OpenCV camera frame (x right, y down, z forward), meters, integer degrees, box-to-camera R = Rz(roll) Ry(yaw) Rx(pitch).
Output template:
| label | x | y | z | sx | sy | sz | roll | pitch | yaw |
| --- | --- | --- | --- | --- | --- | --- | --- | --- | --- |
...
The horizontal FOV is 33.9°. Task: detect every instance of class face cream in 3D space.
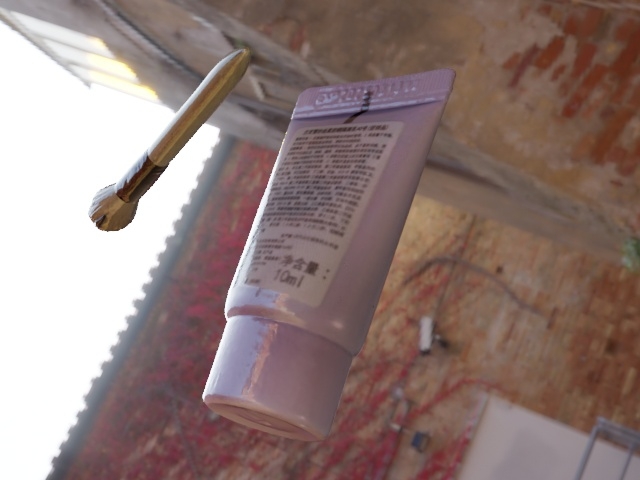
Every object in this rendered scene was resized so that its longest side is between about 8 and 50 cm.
| label | x | y | z | sx | sy | sz | roll | pitch | yaw |
| --- | --- | --- | --- | --- | --- | --- | --- | --- | --- |
| face cream | 0.000 | 0.000 | 0.748 | 0.096 | 0.154 | 0.274 | 34 | -114 | -39 |

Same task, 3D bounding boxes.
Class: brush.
| label | x | y | z | sx | sy | sz | roll | pitch | yaw |
| --- | --- | --- | --- | --- | --- | --- | --- | --- | --- |
| brush | -0.127 | -0.074 | 0.846 | 0.299 | 0.042 | 0.039 | -38 | 52 | 52 |
